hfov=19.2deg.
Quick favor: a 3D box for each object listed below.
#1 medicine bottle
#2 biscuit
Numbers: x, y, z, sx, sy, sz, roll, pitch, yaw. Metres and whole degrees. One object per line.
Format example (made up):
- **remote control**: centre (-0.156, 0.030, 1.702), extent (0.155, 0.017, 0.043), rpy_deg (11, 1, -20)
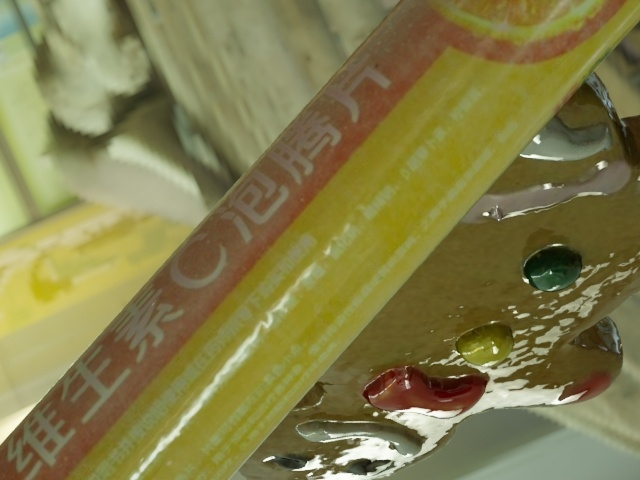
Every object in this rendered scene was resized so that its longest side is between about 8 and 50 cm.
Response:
- **medicine bottle**: centre (0.000, 0.000, 0.880), extent (0.426, 0.108, 0.108), rpy_deg (-49, -170, -4)
- **biscuit**: centre (0.085, 0.055, 1.136), extent (0.283, 0.064, 0.432), rpy_deg (13, 139, -31)
